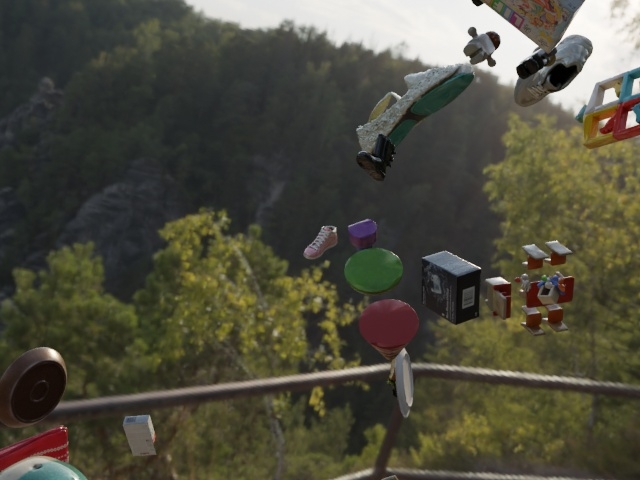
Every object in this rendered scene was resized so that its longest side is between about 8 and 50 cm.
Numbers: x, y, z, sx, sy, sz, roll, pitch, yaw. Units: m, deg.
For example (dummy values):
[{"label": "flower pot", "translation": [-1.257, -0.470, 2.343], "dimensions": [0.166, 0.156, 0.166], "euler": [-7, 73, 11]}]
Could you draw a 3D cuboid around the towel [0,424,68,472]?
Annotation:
[{"label": "towel", "translation": [-0.462, 0.429, 1.071], "dimensions": [0.031, 0.275, 0.198], "euler": [17, 22, 40]}]

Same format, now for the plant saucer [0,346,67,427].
[{"label": "plant saucer", "translation": [-0.573, 0.300, 1.437], "dimensions": [0.029, 0.169, 0.168], "euler": [16, 7, 27]}]

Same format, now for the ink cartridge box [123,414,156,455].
[{"label": "ink cartridge box", "translation": [-0.447, 0.487, 1.780], "dimensions": [0.062, 0.115, 0.029], "euler": [-5, 33, 1]}]

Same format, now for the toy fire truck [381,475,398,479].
[{"label": "toy fire truck", "translation": [0.189, 0.787, 1.949], "dimensions": [0.216, 0.247, 0.158], "euler": [-16, -25, 3]}]

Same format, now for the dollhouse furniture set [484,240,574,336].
[{"label": "dollhouse furniture set", "translation": [0.629, 0.160, 2.110], "dimensions": [0.258, 0.262, 0.135], "euler": [-8, 21, -10]}]

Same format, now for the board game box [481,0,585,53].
[{"label": "board game box", "translation": [0.240, -0.306, 0.871], "dimensions": [0.154, 0.026, 0.103], "euler": [42, -7, 10]}]

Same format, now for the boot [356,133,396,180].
[{"label": "boot", "translation": [0.135, -0.210, 1.715], "dimensions": [0.045, 0.099, 0.121], "euler": [5, -23, 37]}]

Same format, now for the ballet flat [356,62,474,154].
[{"label": "ballet flat", "translation": [0.248, -0.392, 2.044], "dimensions": [0.147, 0.409, 0.147], "euler": [32, 36, -27]}]

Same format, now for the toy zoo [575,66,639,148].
[{"label": "toy zoo", "translation": [0.762, -0.339, 1.784], "dimensions": [0.030, 0.193, 0.293], "euler": [26, -20, -25]}]

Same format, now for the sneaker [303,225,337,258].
[{"label": "sneaker", "translation": [0.000, 0.000, 2.100], "dimensions": [0.051, 0.070, 0.134], "euler": [28, 42, 31]}]

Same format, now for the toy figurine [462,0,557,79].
[{"label": "toy figurine", "translation": [0.434, -0.479, 1.582], "dimensions": [0.212, 0.210, 0.148], "euler": [20, 39, 25]}]

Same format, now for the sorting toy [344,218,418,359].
[{"label": "sorting toy", "translation": [0.124, 0.119, 1.563], "dimensions": [0.126, 0.126, 0.366], "euler": [-10, 45, -2]}]

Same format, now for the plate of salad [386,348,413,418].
[{"label": "plate of salad", "translation": [0.212, 0.373, 1.909], "dimensions": [0.048, 0.200, 0.200], "euler": [-7, 1, 16]}]

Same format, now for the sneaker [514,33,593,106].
[{"label": "sneaker", "translation": [0.583, -0.416, 1.847], "dimensions": [0.099, 0.121, 0.262], "euler": [32, -33, -7]}]

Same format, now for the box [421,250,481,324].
[{"label": "box", "translation": [0.371, 0.134, 2.041], "dimensions": [0.093, 0.156, 0.158], "euler": [-15, 25, -27]}]

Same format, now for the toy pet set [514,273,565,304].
[{"label": "toy pet set", "translation": [0.578, 0.106, 1.814], "dimensions": [0.122, 0.065, 0.114], "euler": [-5, -44, 48]}]

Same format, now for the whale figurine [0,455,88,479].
[{"label": "whale figurine", "translation": [-0.374, 0.425, 0.933], "dimensions": [0.141, 0.272, 0.216], "euler": [15, 9, 19]}]
